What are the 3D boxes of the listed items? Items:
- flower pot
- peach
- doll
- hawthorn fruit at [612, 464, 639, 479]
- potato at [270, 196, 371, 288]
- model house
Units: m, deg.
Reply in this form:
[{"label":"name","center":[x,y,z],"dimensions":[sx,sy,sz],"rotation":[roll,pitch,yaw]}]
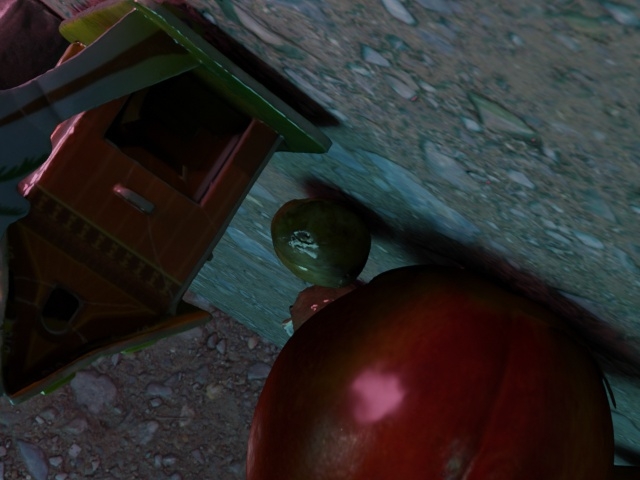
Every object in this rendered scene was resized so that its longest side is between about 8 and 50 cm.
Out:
[{"label":"flower pot","center":[-0.344,-0.198,1.289],"dimensions":[0.103,0.108,0.229],"rotation":[37,169,-23]},{"label":"peach","center":[0.100,0.214,1.184],"dimensions":[0.370,0.370,0.370],"rotation":[31,171,6]},{"label":"doll","center":[0.024,0.107,1.678],"dimensions":[0.115,0.105,0.221],"rotation":[37,170,-33]},{"label":"hawthorn fruit","center":[0.425,0.395,1.616],"dimensions":[0.211,0.211,0.299],"rotation":[35,157,-17]},{"label":"potato","center":[0.000,0.000,1.268],"dimensions":[0.107,0.080,0.170],"rotation":[31,166,10]},{"label":"model house","center":[-0.240,-0.051,1.027],"dimensions":[0.340,0.324,0.300],"rotation":[36,170,-22]}]
